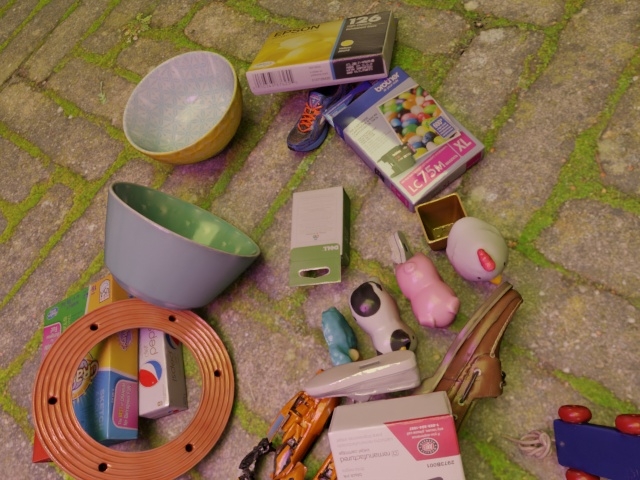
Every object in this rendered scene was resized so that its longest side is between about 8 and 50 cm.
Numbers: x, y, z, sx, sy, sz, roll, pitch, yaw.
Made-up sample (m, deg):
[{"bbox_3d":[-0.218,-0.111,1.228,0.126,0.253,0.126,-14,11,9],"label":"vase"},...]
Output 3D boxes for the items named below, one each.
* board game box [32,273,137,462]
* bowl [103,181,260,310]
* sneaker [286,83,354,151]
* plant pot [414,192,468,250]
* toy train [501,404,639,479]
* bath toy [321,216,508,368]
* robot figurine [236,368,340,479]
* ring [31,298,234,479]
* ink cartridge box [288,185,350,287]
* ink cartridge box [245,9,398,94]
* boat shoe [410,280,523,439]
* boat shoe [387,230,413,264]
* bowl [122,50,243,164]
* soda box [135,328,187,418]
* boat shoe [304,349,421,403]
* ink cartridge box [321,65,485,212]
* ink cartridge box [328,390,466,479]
[{"bbox_3d":[-0.466,0.255,1.004,0.242,0.064,0.316,-25,60,26],"label":"board game box"},{"bbox_3d":[-0.293,0.025,0.988,0.312,0.312,0.163,32,98,28],"label":"bowl"},{"bbox_3d":[-0.010,-0.296,1.138,0.083,0.087,0.221,26,76,28],"label":"sneaker"},{"bbox_3d":[0.229,-0.024,0.929,0.082,0.083,0.081,-19,61,9],"label":"plant pot"},{"bbox_3d":[0.400,0.284,0.714,0.144,0.248,0.105,2,80,-23],"label":"toy train"},{"bbox_3d":[0.166,0.102,0.844,0.348,0.129,0.151,-37,102,12],"label":"bath toy"},{"bbox_3d":[-0.025,0.373,0.827,0.211,0.085,0.291,29,78,27],"label":"robot figurine"},{"bbox_3d":[-0.324,0.264,0.900,0.337,0.032,0.336,12,58,-19],"label":"ring"},{"bbox_3d":[0.000,0.000,1.009,0.109,0.062,0.209,-6,64,16],"label":"ink cartridge box"},{"bbox_3d":[0.015,-0.452,1.157,0.304,0.072,0.307,-4,46,17],"label":"ink cartridge box"},{"bbox_3d":[0.245,0.213,0.807,0.104,0.111,0.307,36,90,25],"label":"boat shoe"},{"bbox_3d":[0.153,0.031,0.963,0.035,0.035,0.100,-34,60,33],"label":"boat shoe"},{"bbox_3d":[-0.297,-0.285,1.191,0.290,0.156,0.289,-8,63,16],"label":"bowl"},{"bbox_3d":[-0.324,0.238,1.004,0.074,0.069,0.216,-20,60,9],"label":"soda box"},{"bbox_3d":[0.068,0.225,0.790,0.184,0.066,0.063,-18,97,4],"label":"boat shoe"},{"bbox_3d":[0.160,-0.228,1.036,0.186,0.065,0.311,-39,68,-2],"label":"ink cartridge box"},{"bbox_3d":[0.121,0.355,0.714,0.172,0.100,0.237,-11,92,9],"label":"ink cartridge box"}]
